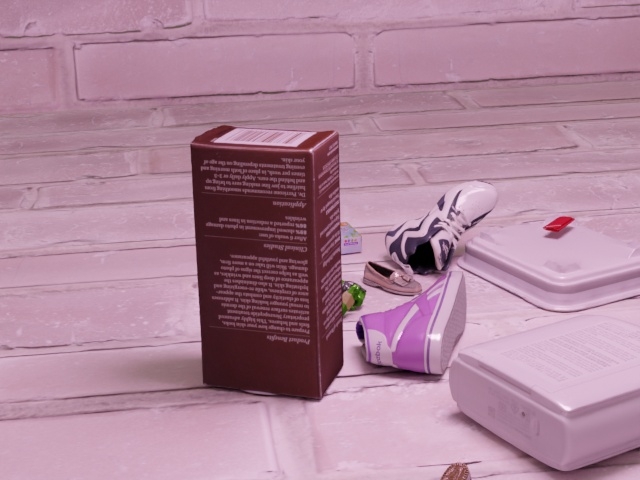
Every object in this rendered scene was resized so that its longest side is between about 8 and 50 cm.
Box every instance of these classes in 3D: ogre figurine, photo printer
[{"bbox_3d":[-0.018,0.095,2.104,0.118,0.097,0.197,30,48,25],"label":"ogre figurine"},{"bbox_3d":[0.373,0.198,1.735,0.307,0.107,0.256,-12,22,-30],"label":"photo printer"}]

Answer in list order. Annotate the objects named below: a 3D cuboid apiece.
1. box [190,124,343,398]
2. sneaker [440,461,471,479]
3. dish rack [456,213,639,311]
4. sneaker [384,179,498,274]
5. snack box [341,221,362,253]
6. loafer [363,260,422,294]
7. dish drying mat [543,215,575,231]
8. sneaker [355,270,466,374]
[{"bbox_3d":[-0.073,0.029,1.846,0.191,0.381,0.143,5,18,17],"label":"box"},{"bbox_3d":[0.149,0.329,1.488,0.042,0.067,0.118,18,57,39],"label":"sneaker"},{"bbox_3d":[0.440,0.028,2.289,0.285,0.072,0.333,-12,20,-26],"label":"dish rack"},{"bbox_3d":[0.237,-0.011,2.314,0.235,0.094,0.153,-24,31,4],"label":"sneaker"},{"bbox_3d":[0.000,0.000,2.453,0.141,0.037,0.100,-6,20,-14],"label":"snack box"},{"bbox_3d":[0.127,0.067,2.241,0.125,0.039,0.045,14,23,38],"label":"loafer"},{"bbox_3d":[0.447,-0.032,2.342,0.032,0.008,0.083,8,21,32],"label":"dish drying mat"},{"bbox_3d":[0.144,0.119,2.003,0.161,0.102,0.282,1,19,18],"label":"sneaker"}]
